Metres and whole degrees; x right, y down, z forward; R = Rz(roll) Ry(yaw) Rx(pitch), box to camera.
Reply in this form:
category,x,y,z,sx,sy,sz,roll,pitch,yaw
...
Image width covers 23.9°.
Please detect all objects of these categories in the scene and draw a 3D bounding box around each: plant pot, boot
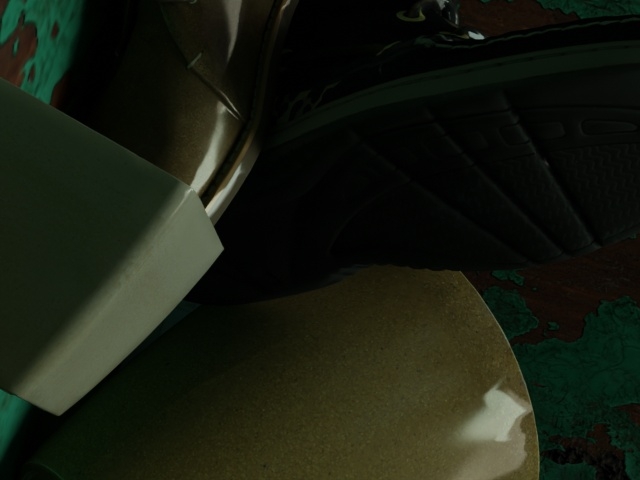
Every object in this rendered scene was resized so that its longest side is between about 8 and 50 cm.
category,x,y,z,sx,sy,sz,roll,pitch,yaw
plant pot,-0.112,0.007,0.584,0.096,0.109,0.109,-60,172,-9
boot,-0.076,-0.112,0.743,0.115,0.112,0.305,42,67,-50
boot,0.056,-0.121,0.832,0.138,0.377,0.284,41,50,-35
plant pot,-0.041,0.135,0.898,0.254,0.237,0.237,-22,140,-35

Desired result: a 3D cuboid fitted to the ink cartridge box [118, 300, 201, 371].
category,x,y,z,sx,sy,sz,roll,pitch,yaw
ink cartridge box,-0.126,0.233,1.153,0.308,0.091,0.385,79,28,-78
